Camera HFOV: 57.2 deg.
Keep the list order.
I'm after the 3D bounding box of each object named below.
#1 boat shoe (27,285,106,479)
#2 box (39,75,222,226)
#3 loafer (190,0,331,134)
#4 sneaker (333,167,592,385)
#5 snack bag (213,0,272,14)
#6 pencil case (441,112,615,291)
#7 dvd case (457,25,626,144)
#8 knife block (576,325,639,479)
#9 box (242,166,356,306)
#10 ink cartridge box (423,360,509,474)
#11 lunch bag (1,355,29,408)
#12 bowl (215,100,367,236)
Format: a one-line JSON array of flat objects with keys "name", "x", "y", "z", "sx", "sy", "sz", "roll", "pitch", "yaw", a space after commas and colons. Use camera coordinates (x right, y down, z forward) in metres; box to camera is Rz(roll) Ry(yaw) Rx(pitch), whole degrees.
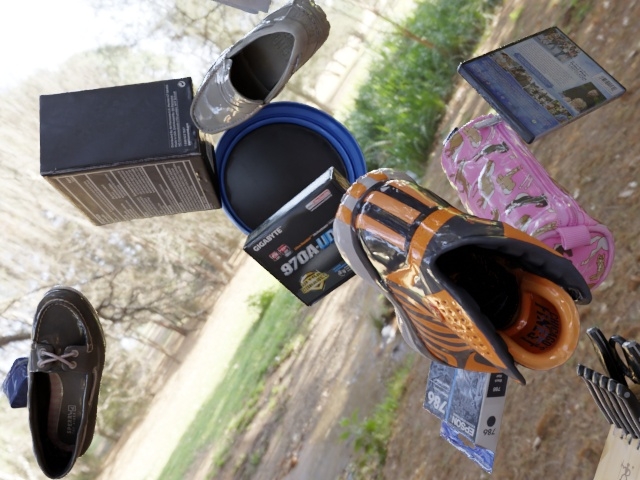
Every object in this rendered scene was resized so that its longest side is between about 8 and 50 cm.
[{"name": "boat shoe", "x": -0.413, "y": 0.239, "z": 0.951, "sx": 0.095, "sy": 0.112, "sz": 0.335, "roll": -106, "pitch": 24, "yaw": -64}, {"name": "box", "x": -0.378, "y": -0.174, "z": 1.216, "sx": 0.296, "sy": 0.294, "sz": 0.182, "roll": 96, "pitch": 164, "yaw": -72}, {"name": "loafer", "x": -0.117, "y": -0.257, "z": 0.918, "sx": 0.319, "sy": 0.112, "sz": 0.111, "roll": -32, "pitch": 17, "yaw": 43}, {"name": "sneaker", "x": 0.150, "y": 0.073, "z": 0.519, "sx": 0.124, "sy": 0.321, "sz": 0.180, "roll": -54, "pitch": 40, "yaw": -1}, {"name": "snack bag", "x": -0.156, "y": -0.445, "z": 0.678, "sx": 0.323, "sy": 0.342, "sz": 0.037, "roll": -56, "pitch": 44, "yaw": 36}, {"name": "pencil case", "x": 0.319, "y": -0.063, "z": 0.952, "sx": 0.160, "sy": 0.167, "sz": 0.386, "roll": -36, "pitch": 34, "yaw": 19}, {"name": "dvd case", "x": 0.378, "y": -0.272, "z": 0.996, "sx": 0.253, "sy": 0.180, "sz": 0.022, "roll": -27, "pitch": -22, "yaw": -25}, {"name": "knife block", "x": 0.405, "y": 0.186, "z": 0.622, "sx": 0.088, "sy": 0.276, "sz": 0.242, "roll": -144, "pitch": 72, "yaw": -81}, {"name": "box", "x": 0.000, "y": 0.000, "z": 1.044, "sx": 0.220, "sy": 0.175, "sz": 0.051, "roll": -36, "pitch": 23, "yaw": 25}, {"name": "ink cartridge box", "x": 0.282, "y": 0.262, "z": 1.130, "sx": 0.165, "sy": 0.065, "sz": 0.332, "roll": 20, "pitch": 105, "yaw": 62}, {"name": "lunch bag", "x": -0.572, "y": 0.270, "z": 1.144, "sx": 0.067, "sy": 0.065, "sz": 0.098, "roll": 17, "pitch": -72, "yaw": -55}, {"name": "bowl", "x": -0.078, "y": -0.159, "z": 1.484, "sx": 0.391, "sy": 0.391, "sz": 0.077, "roll": -61, "pitch": 4, "yaw": -19}]
